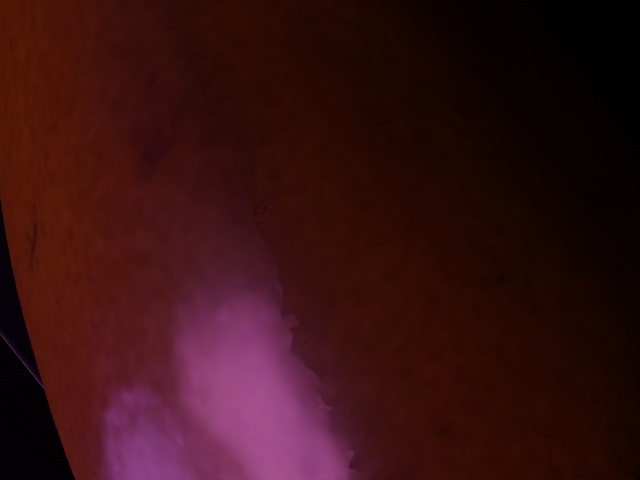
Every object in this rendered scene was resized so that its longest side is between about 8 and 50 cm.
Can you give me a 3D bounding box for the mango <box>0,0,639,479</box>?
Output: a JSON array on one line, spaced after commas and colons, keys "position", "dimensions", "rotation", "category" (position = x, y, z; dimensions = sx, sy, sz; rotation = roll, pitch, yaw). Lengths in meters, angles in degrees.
[{"position": [0.000, 0.000, 0.713], "dimensions": [0.264, 0.221, 0.378], "rotation": [-19, 93, 65], "category": "mango"}]
